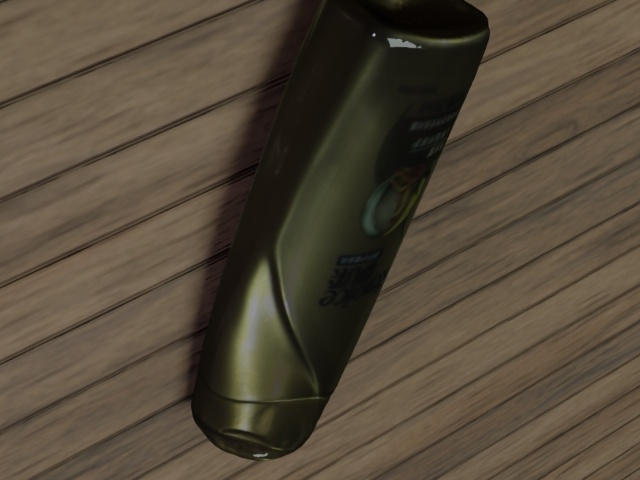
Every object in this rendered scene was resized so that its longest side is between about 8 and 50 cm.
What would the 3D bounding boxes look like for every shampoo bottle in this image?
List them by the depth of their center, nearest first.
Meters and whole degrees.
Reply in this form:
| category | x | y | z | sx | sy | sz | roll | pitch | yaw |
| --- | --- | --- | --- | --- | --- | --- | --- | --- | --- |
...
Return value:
| category | x | y | z | sx | sy | sz | roll | pitch | yaw |
| --- | --- | --- | --- | --- | --- | --- | --- | --- | --- |
| shampoo bottle | 0.000 | 0.000 | 0.865 | 0.125 | 0.084 | 0.350 | -9 | 133 | -41 |
